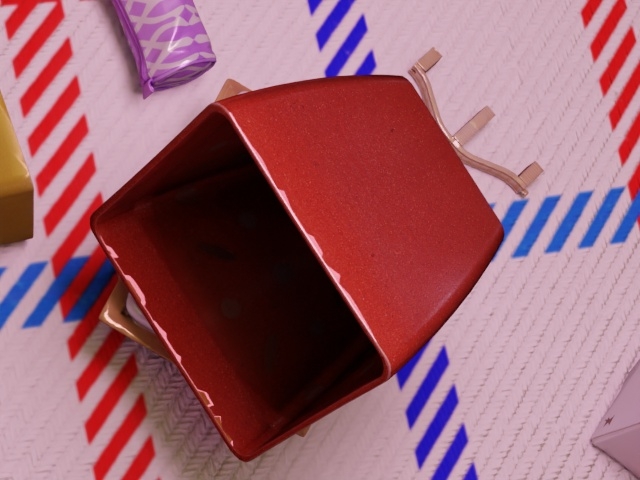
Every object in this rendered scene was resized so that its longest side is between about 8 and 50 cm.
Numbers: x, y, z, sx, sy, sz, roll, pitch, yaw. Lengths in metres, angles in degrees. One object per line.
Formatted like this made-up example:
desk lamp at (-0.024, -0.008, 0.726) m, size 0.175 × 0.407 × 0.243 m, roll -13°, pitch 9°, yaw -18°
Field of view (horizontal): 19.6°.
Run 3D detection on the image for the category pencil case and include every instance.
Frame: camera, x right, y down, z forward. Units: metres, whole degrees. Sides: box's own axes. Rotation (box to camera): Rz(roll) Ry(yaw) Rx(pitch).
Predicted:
pencil case at (-0.180, -0.251, 1.883) m, size 0.088 × 0.086 × 0.206 m, roll -20°, pitch 81°, yaw -39°

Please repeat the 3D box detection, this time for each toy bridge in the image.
toy bridge at (0.162, -0.119, 2.009) m, size 0.063 × 0.026 × 0.188 m, roll -42°, pitch 91°, yaw -24°

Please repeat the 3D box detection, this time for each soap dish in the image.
soap dish at (-0.062, 0.020, 1.825) m, size 0.229 × 0.118 × 0.291 m, roll 31°, pitch 64°, yaw -10°

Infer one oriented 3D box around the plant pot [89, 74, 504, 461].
plant pot at (0.000, 0.000, 1.662) m, size 0.235 × 0.267 × 0.267 m, roll -30°, pitch 86°, yaw -39°

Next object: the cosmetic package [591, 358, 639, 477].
cosmetic package at (0.496, 0.236, 1.955) m, size 0.365 × 0.155 × 0.197 m, roll 38°, pitch 66°, yaw -8°

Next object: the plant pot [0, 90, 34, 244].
plant pot at (-0.385, -0.092, 1.696) m, size 0.187 × 0.212 × 0.212 m, roll -19°, pitch 81°, yaw -13°
